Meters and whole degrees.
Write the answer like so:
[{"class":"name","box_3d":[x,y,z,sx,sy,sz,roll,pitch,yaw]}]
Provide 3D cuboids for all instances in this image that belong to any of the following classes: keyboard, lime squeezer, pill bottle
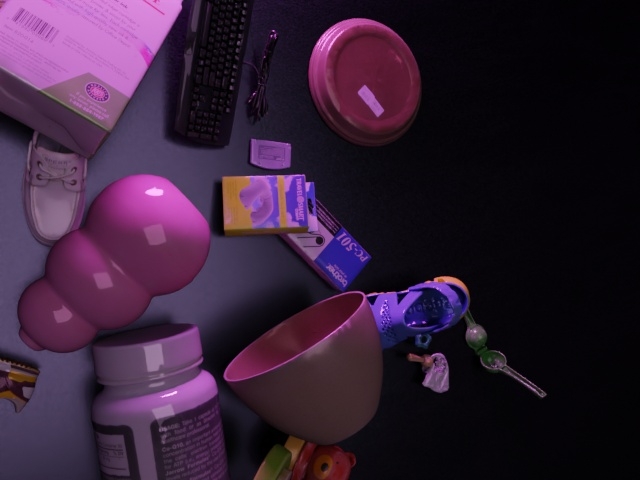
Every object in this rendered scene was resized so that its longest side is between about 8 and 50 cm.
[{"class":"keyboard","box_3d":[-0.157,-0.331,1.095,0.202,0.033,0.317,-1,108,-43]},{"class":"lime squeezer","box_3d":[0.376,0.238,1.356,0.059,0.110,0.310,-32,71,-7]},{"class":"pill bottle","box_3d":[-0.261,0.331,0.986,0.204,0.204,0.360,-9,93,-26]}]

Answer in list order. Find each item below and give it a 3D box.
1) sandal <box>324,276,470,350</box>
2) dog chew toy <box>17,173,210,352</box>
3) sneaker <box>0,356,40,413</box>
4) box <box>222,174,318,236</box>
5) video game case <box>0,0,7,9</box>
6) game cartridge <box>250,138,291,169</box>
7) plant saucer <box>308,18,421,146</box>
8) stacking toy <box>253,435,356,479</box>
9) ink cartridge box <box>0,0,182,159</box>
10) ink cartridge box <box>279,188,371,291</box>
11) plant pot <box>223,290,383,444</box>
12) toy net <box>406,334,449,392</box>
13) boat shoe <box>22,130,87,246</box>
[{"class":"sandal","box_3d":[0.155,0.152,1.190,0.318,0.138,0.126,-23,88,0]},{"class":"dog chew toy","box_3d":[-0.342,0.047,0.968,0.332,0.207,0.206,-43,106,-12]},{"class":"sneaker","box_3d":[-0.544,0.215,0.929,0.186,0.070,0.083,22,74,-22]},{"class":"box","box_3d":[-0.094,-0.067,1.129,0.178,0.042,0.108,-3,75,-8]},{"class":"video game case","box_3d":[-0.453,-0.414,1.010,0.248,0.035,0.274,-14,94,-25]},{"class":"game cartridge","box_3d":[-0.099,-0.169,1.183,0.083,0.017,0.055,4,83,-25]},{"class":"plant saucer","box_3d":[0.107,-0.340,1.274,0.278,0.041,0.277,0,89,-26]},{"class":"stacking toy","box_3d":[-0.055,0.490,1.032,0.131,0.279,0.308,22,81,12]},{"class":"ink cartridge box","box_3d":[-0.362,-0.332,0.938,0.207,0.119,0.353,31,59,-23]},{"class":"ink cartridge box","box_3d":[0.000,0.000,1.208,0.207,0.046,0.097,46,72,-17]},{"class":"plant pot","box_3d":[-0.002,0.245,1.060,0.284,0.284,0.190,-32,97,-23]},{"class":"toy net","box_3d":[0.224,0.226,1.311,0.122,0.045,0.232,-37,105,-24]},{"class":"boat shoe","box_3d":[-0.434,-0.128,0.976,0.098,0.096,0.276,2,87,-25]}]
